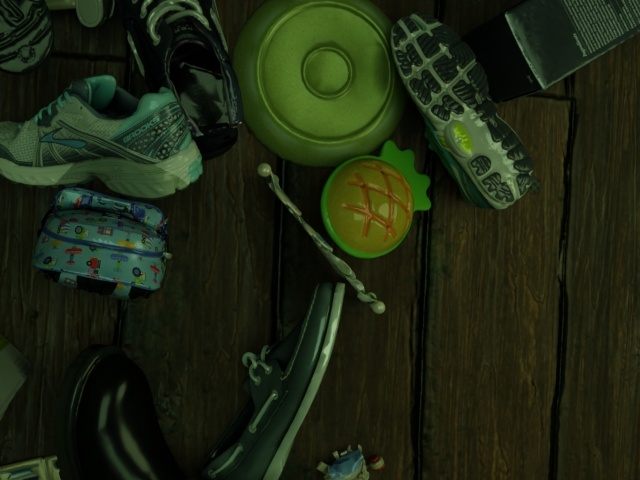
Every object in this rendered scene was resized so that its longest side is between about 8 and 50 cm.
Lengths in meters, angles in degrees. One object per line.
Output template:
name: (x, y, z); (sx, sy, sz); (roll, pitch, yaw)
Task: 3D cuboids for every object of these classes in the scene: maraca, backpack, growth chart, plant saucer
maraca: (0.073, -0.053, 1.139); (0.185, 0.099, 0.127); (-38, 102, -35)
backpack: (-0.250, 0.005, 1.029); (0.158, 0.173, 0.117); (13, 89, -11)
growth chart: (0.000, 0.000, 1.088); (0.021, 0.172, 0.237); (-40, 97, 0)
plant saucer: (0.006, -0.213, 1.146); (0.241, 0.037, 0.241); (0, 92, -11)

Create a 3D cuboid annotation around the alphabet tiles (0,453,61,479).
alphabet tiles: (-0.340, 0.440, 1.107); (0.285, 0.011, 0.343); (-11, 94, -12)

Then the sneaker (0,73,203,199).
sneaker: (-0.262, -0.131, 1.001); (0.283, 0.110, 0.122); (6, 121, 22)

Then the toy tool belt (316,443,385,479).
toy tool belt: (0.039, 0.292, 1.162); (0.083, 0.052, 0.051); (-29, 106, -10)

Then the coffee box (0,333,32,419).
coffee box: (-0.541, 0.156, 0.888); (0.337, 0.338, 0.334); (-45, 99, -8)

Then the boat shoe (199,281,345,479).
boat shoe: (-0.059, 0.182, 1.079); (0.099, 0.116, 0.319); (22, 109, 1)

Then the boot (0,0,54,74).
boot: (-0.375, -0.267, 0.975); (0.094, 0.207, 0.246); (-45, 95, -8)

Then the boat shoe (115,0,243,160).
boat shoe: (-0.168, -0.265, 1.045); (0.127, 0.158, 0.341); (-22, 96, -10)

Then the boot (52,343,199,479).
boot: (-0.147, 0.286, 1.020); (0.260, 0.131, 0.348); (-2, 103, 22)

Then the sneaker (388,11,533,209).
sneaker: (0.160, -0.157, 1.143); (0.107, 0.110, 0.275); (-30, 95, -22)

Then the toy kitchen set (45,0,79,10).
toy kitchen set: (-0.332, -0.402, 1.047); (0.122, 0.166, 0.207); (7, 62, 18)

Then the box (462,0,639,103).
box: (0.313, -0.277, 1.150); (0.207, 0.153, 0.108); (-31, 97, -10)

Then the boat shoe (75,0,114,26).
boat shoe: (-0.259, -0.311, 1.033); (0.046, 0.038, 0.125); (10, 115, 17)
